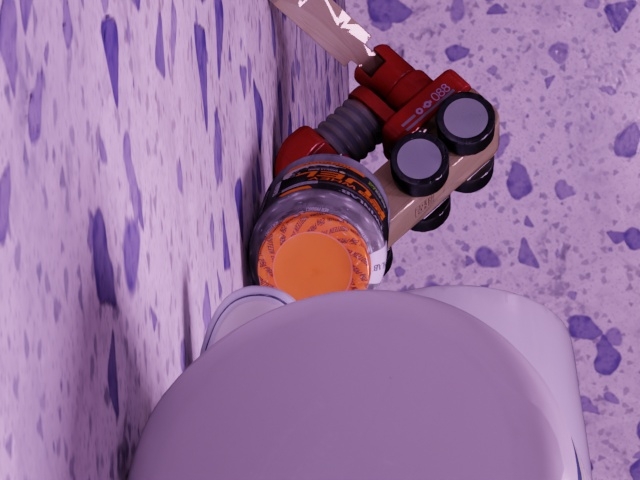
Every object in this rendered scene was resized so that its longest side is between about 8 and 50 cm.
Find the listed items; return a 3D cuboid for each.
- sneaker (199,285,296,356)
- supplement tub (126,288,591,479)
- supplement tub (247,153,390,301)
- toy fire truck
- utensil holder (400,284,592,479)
[{"bbox_3d":[-0.035,0.158,1.257,0.091,0.094,0.258,-123,-148,-89],"label":"sneaker"},{"bbox_3d":[0.051,0.197,1.094,0.325,0.235,0.235,60,26,-54],"label":"supplement tub"},{"bbox_3d":[0.000,0.000,1.685,0.190,0.117,0.117,-80,167,-74],"label":"supplement tub"},{"bbox_3d":[0.026,-0.120,1.934,0.246,0.217,0.158,44,-12,20],"label":"toy fire truck"},{"bbox_3d":[0.147,0.287,2.170,0.327,0.328,0.385,81,6,-57],"label":"utensil holder"}]
